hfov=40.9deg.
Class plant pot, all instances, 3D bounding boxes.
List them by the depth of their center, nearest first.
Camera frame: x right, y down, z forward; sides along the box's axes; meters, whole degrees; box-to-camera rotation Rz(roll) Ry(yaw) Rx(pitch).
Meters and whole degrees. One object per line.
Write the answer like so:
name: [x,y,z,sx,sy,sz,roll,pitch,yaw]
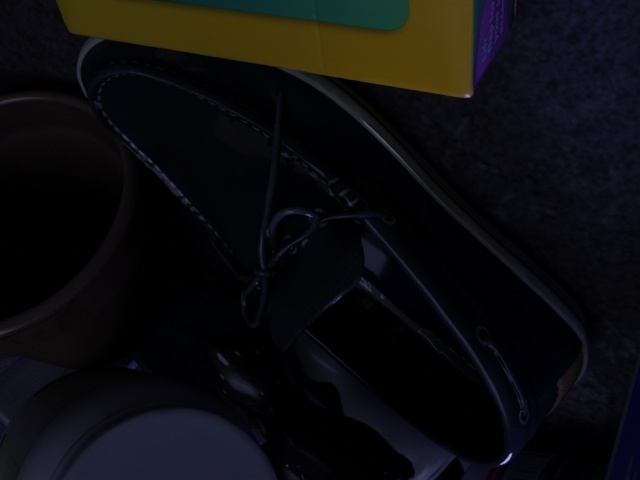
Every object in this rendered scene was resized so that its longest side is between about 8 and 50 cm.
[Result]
plant pot: [-0.263,0.021,0.851,0.263,0.263,0.229,15,154,21]

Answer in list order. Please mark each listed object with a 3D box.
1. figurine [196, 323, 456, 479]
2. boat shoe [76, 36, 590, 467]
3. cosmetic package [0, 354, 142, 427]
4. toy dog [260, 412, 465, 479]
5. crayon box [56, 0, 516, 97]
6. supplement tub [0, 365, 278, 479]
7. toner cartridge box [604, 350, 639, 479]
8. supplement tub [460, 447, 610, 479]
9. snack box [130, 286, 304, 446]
figurine: [0.012,0.145,0.776,0.209,0.215,0.092,46,112,21]
boat shoe: [0.000,0.000,0.697,0.500,0.156,0.187,39,142,-5]
cosmetic package: [-0.303,0.222,1.092,0.184,0.151,0.151,18,142,48]
toy dog: [0.028,0.390,0.913,0.285,0.395,0.407,-1,87,15]
crayon box: [-0.047,-0.280,0.482,0.313,0.106,0.363,13,137,22]
supplement tub: [-0.188,0.247,0.838,0.235,0.235,0.325,46,159,-15]
toner cartridge box: [0.250,0.185,0.563,0.075,0.348,0.165,-4,128,37]
supplement tub: [0.269,0.299,0.788,0.272,0.191,0.191,1,131,34]
snack box: [-0.121,0.153,0.998,0.175,0.070,0.207,5,131,32]
